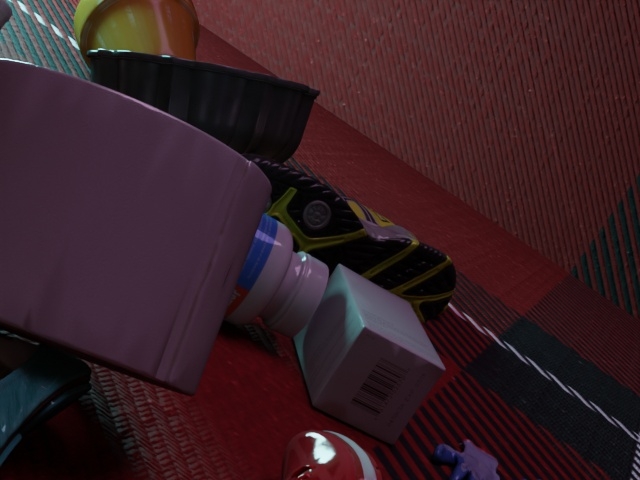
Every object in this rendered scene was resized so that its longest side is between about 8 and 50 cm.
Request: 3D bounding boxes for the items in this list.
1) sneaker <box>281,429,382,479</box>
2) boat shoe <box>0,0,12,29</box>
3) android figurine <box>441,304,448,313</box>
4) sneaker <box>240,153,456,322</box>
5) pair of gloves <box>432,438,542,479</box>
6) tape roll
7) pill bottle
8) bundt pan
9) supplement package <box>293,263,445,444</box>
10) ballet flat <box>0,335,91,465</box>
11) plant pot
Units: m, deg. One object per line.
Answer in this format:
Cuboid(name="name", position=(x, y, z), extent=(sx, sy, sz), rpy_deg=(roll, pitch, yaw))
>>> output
Cuboid(name="sneaker", position=(-0.022, 0.194, 0.871), extent=(0.128, 0.087, 0.221), rpy_deg=(28, 12, -24))
Cuboid(name="boat shoe", position=(-0.529, -0.387, 1.604), extent=(0.367, 0.156, 0.136), rpy_deg=(43, -6, 35))
Cuboid(name="android figurine", position=(0.098, 0.031, 1.834), extent=(0.248, 0.056, 0.273), rpy_deg=(33, 12, 1))
Cuboid(name="sneaker", position=(0.000, 0.000, 1.572), extent=(0.385, 0.145, 0.147), rpy_deg=(30, 3, -30))
Cuboid(name="pair of gloves", position=(0.208, 0.273, 1.263), extent=(0.198, 0.023, 0.159), rpy_deg=(34, 13, 4))
Cuboid(name="tape roll", position=(-0.177, -0.005, 0.861), extent=(0.246, 0.169, 0.246), rpy_deg=(19, -11, 4))
Cuboid(name="pill bottle", position=(-0.107, 0.015, 1.251), extent=(0.222, 0.124, 0.124), rpy_deg=(28, 13, -15))
Cuboid(name="bundt pan", position=(-0.173, -0.177, 1.649), extent=(0.331, 0.124, 0.331), rpy_deg=(10, 3, 0))
Cuboid(name="supplement package", position=(0.048, 0.119, 1.270), extent=(0.105, 0.105, 0.179), rpy_deg=(28, 14, -17))
Cuboid(name="ballet flat", position=(-0.214, 0.100, 0.738), extent=(0.087, 0.083, 0.247), rpy_deg=(54, 13, -4))
Cuboid(name="plant pot", position=(-0.286, -0.306, 1.921), extent=(0.205, 0.205, 0.188), rpy_deg=(22, 32, -39))
